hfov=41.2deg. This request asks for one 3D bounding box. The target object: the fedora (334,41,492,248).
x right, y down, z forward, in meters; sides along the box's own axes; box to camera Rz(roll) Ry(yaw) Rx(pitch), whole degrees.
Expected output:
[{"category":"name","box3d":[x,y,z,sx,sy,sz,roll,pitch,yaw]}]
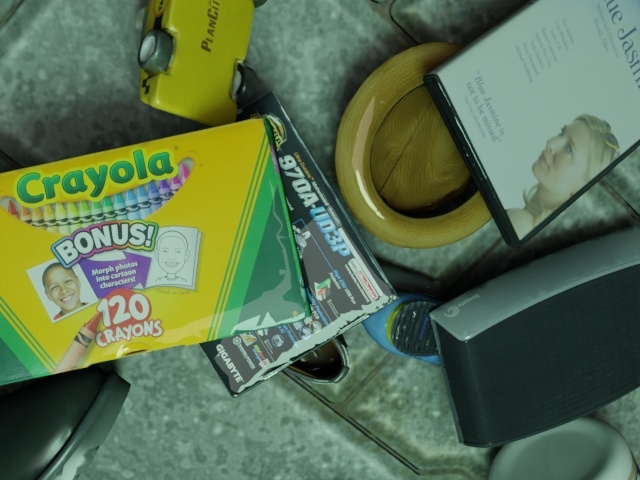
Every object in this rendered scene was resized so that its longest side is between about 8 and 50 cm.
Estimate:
[{"category":"fedora","box3d":[0.097,-0.089,0.801,0.195,0.079,0.194,-2,100,-13]}]

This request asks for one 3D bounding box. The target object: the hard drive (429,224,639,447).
[{"category":"hard drive","box3d":[0.243,0.099,0.845,0.255,0.054,0.171,-20,111,-14]}]

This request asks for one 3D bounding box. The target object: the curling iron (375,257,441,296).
[{"category":"curling iron","box3d":[0.000,0.000,0.838,0.274,0.035,0.068,25,102,-14]}]

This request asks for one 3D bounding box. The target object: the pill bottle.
[{"category":"pill bottle","box3d":[0.298,0.334,0.919,0.153,0.153,0.264,-28,108,1]}]

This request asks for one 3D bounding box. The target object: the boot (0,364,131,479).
[{"category":"boot","box3d":[-0.455,0.132,0.768,0.445,0.146,0.367,43,98,-13]}]

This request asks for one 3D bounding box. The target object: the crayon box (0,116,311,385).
[{"category":"crayon box","box3d":[-0.159,0.011,0.700,0.279,0.081,0.165,-12,89,1]}]

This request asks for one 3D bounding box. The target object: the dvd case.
[{"category":"dvd case","box3d":[0.226,-0.136,0.785,0.253,0.022,0.180,-38,109,-20]}]

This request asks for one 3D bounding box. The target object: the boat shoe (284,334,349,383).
[{"category":"boat shoe","box3d":[-0.068,0.062,0.828,0.233,0.079,0.084,35,101,-14]}]

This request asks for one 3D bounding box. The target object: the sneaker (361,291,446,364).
[{"category":"sneaker","box3d":[0.129,0.097,0.878,0.209,0.082,0.069,20,88,-31]}]

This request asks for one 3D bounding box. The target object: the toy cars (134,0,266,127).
[{"category":"toy cars","box3d":[-0.152,-0.278,0.702,0.176,0.087,0.393,-37,112,-37]}]

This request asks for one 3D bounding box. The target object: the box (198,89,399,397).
[{"category":"box","box3d":[-0.060,0.004,0.767,0.175,0.051,0.220,-32,90,1]}]
